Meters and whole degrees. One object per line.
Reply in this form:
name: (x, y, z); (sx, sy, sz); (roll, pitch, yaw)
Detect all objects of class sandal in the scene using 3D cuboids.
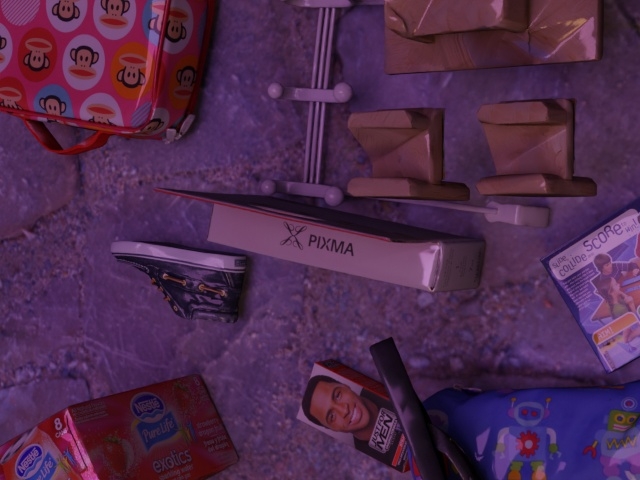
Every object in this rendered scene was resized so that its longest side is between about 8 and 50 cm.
sandal: (0.117, 0.208, 1.193); (0.054, 0.097, 0.254); (-22, 82, 1)

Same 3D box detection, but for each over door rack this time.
over door rack: (0.083, -0.150, 1.328); (0.324, 0.108, 0.239); (8, 95, 28)

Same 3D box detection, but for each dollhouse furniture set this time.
dollhouse furniture set: (0.250, -0.218, 1.165); (0.394, 0.256, 0.362); (1, 91, 33)

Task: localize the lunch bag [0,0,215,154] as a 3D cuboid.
lunch bag: (-0.279, -0.228, 1.514); (0.293, 0.120, 0.258); (14, 98, 27)

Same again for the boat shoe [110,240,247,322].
boat shoe: (-0.174, 0.047, 1.492); (0.183, 0.065, 0.083); (9, 93, 27)

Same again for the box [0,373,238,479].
box: (-0.225, 0.243, 1.414); (0.128, 0.257, 0.122); (-31, 79, 25)

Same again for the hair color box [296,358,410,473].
hair color box: (0.050, 0.191, 1.387); (0.141, 0.043, 0.072); (23, 102, 27)

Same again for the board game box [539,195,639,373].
board game box: (0.334, 0.023, 1.235); (0.201, 0.035, 0.136); (-34, 75, 24)

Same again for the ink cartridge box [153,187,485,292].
ink cartridge box: (0.000, 0.000, 1.299); (0.275, 0.239, 0.060); (12, 97, 28)

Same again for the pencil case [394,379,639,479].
pencil case: (0.234, 0.199, 1.246); (0.306, 0.119, 0.133); (-8, 72, 29)
